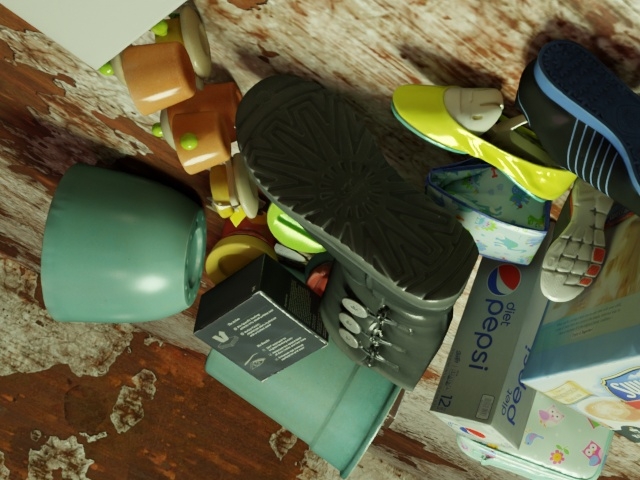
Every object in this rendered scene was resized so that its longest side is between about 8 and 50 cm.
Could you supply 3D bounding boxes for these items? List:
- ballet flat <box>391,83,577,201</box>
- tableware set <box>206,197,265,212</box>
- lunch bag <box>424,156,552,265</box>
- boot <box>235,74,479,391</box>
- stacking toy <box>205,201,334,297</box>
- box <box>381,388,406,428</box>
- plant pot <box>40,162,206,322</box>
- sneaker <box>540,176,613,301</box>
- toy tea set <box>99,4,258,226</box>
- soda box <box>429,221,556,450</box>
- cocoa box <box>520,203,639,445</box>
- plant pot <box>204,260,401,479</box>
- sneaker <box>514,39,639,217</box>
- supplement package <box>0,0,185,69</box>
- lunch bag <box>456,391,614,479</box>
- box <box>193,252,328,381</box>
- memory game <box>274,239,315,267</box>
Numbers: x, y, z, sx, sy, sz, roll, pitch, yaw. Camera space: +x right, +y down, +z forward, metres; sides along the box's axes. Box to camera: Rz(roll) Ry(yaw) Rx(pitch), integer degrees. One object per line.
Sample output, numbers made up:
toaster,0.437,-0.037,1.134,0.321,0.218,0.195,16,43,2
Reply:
ballet flat,0.188,-0.121,0.968,0.231,0.077,0.077,28,139,-17
tableware set,-0.120,-0.044,1.581,0.141,0.020,0.168,32,159,-22
lunch bag,0.201,-0.040,1.104,0.151,0.096,0.129,11,159,7
boot,0.039,0.014,1.241,0.367,0.146,0.445,48,169,16
stacking toy,0.000,0.000,1.473,0.308,0.130,0.279,27,129,-18
box,0.092,0.290,1.973,0.203,0.167,0.168,22,160,6
plant pot,-0.338,0.016,1.628,0.235,0.293,0.293,7,159,3
sneaker,0.290,-0.002,1.018,0.061,0.158,0.065,24,172,3
toy tea set,-0.177,-0.154,1.075,0.124,0.200,0.336,-12,151,8
soda box,0.243,0.117,1.170,0.091,0.286,0.098,6,154,39
cocoa box,0.416,0.081,0.959,0.227,0.232,0.347,27,160,-7
plant pot,-0.017,0.220,1.715,0.334,0.341,0.341,30,161,5
sneaker,0.277,-0.083,0.847,0.232,0.081,0.090,52,162,12
supplement package,-0.177,-0.296,0.762,0.175,0.178,0.293,34,158,-25
lunch bag,0.387,0.324,1.632,0.279,0.224,0.108,17,159,17
box,-0.092,0.126,1.446,0.156,0.093,0.158,-33,123,29
memory game,-0.071,0.015,1.660,0.186,0.012,0.186,19,166,5
